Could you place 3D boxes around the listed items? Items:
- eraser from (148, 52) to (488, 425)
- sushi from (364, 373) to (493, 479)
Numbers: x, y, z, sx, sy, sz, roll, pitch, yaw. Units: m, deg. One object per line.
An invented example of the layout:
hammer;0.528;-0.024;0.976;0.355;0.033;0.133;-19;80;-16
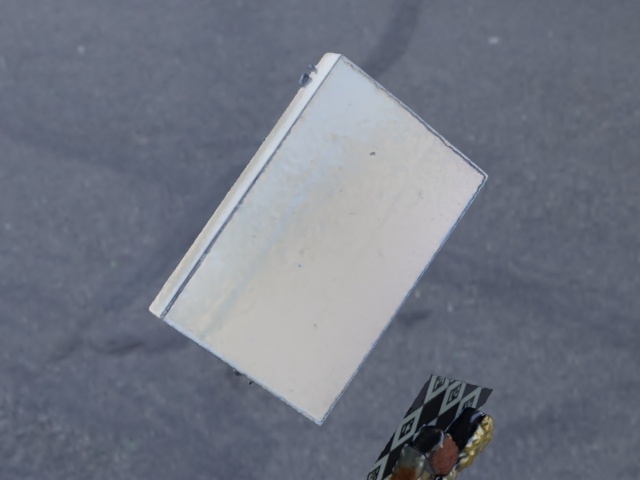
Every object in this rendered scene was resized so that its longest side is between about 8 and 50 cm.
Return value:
eraser;0.000;0.000;0.714;0.150;0.104;0.023;-56;26;-6
sushi;0.072;0.148;0.982;0.026;0.120;0.126;35;7;27
